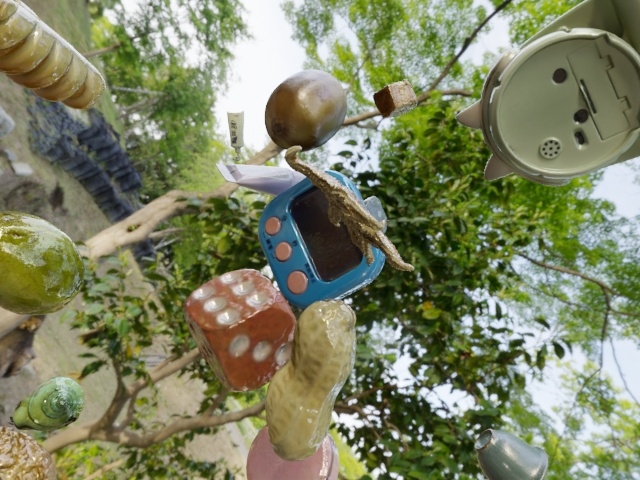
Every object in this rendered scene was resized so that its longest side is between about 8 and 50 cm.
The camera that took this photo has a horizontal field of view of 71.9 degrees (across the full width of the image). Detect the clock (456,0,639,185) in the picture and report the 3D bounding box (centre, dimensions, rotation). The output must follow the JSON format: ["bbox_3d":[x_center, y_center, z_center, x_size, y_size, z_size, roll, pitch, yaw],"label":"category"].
[{"bbox_3d":[0.403,-0.220,0.724,0.265,0.324,0.108,60,24,-9],"label":"clock"}]

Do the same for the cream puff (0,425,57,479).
[{"bbox_3d":[-0.863,0.655,1.123,0.231,0.327,0.342,111,-34,-50],"label":"cream puff"}]

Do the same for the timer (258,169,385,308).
[{"bbox_3d":[0.000,0.000,1.188,0.115,0.309,0.340,22,39,-62],"label":"timer"}]

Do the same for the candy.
[{"bbox_3d":[-0.069,0.586,1.155,0.255,0.255,0.094,42,-17,44],"label":"candy"}]

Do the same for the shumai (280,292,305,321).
[{"bbox_3d":[-0.119,0.240,1.402,0.304,0.309,0.263,47,15,-34],"label":"shumai"}]

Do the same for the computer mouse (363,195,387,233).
[{"bbox_3d":[0.148,-0.045,1.727,0.090,0.379,0.167,-8,-66,39],"label":"computer mouse"}]

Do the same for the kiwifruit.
[{"bbox_3d":[-0.040,-0.324,1.118,0.196,0.234,0.195,17,-51,22],"label":"kiwifruit"}]

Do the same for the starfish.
[{"bbox_3d":[0.059,-0.041,0.794,0.299,0.060,0.302,45,-5,16],"label":"starfish"}]

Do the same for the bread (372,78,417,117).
[{"bbox_3d":[0.177,-0.334,1.053,0.077,0.083,0.070,-18,-88,64],"label":"bread"}]

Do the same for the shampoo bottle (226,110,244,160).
[{"bbox_3d":[-0.238,-0.299,1.263,0.034,0.049,0.141,-130,-144,-66],"label":"shampoo bottle"}]

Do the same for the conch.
[{"bbox_3d":[-0.445,0.274,0.721,0.201,0.095,0.079,-36,-118,30],"label":"conch"}]

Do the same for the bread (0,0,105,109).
[{"bbox_3d":[-0.525,-0.341,0.788,0.173,0.121,0.311,40,-2,17],"label":"bread"}]

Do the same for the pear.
[{"bbox_3d":[-0.794,0.060,1.191,0.253,0.253,0.307,29,-31,58],"label":"pear"}]

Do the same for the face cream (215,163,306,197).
[{"bbox_3d":[-0.167,-0.182,1.324,0.154,0.274,0.096,53,-51,52],"label":"face cream"}]

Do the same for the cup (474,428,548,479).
[{"bbox_3d":[0.543,0.646,1.314,0.150,0.199,0.199,43,-20,6],"label":"cup"}]

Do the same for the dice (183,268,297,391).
[{"bbox_3d":[-0.154,0.172,0.877,0.175,0.174,0.179,27,-43,49],"label":"dice"}]

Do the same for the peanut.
[{"bbox_3d":[-0.016,0.242,0.782,0.130,0.290,0.130,23,0,0],"label":"peanut"}]
